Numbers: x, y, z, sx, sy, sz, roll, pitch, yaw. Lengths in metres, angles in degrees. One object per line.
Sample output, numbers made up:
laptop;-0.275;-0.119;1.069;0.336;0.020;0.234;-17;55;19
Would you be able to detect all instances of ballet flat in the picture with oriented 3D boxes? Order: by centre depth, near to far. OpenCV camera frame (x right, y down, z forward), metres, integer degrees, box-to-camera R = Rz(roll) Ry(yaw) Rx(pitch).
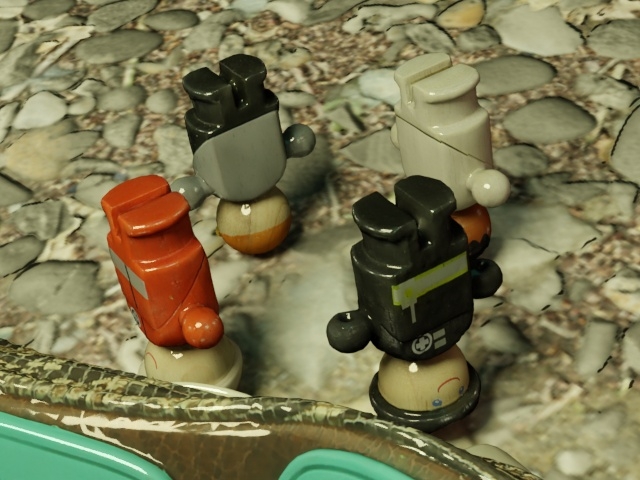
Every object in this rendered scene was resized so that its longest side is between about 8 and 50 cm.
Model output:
ballet flat;-0.016;0.131;0.561;0.483;0.164;0.182;14;15;26

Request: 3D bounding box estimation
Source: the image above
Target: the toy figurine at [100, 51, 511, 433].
toy figurine;0.000;0.000;0.708;0.213;0.148;0.209;0;36;14
